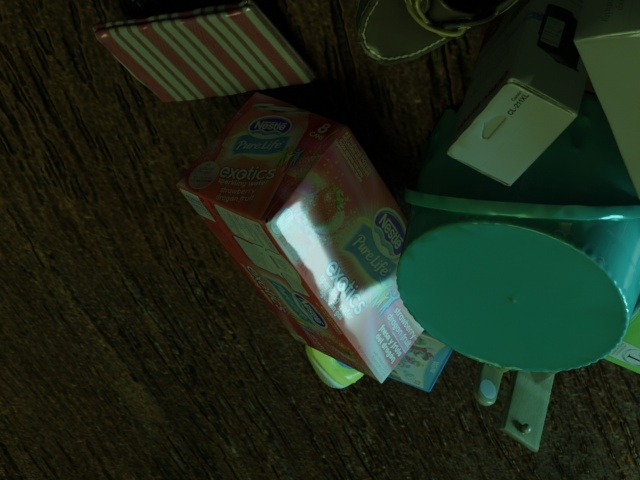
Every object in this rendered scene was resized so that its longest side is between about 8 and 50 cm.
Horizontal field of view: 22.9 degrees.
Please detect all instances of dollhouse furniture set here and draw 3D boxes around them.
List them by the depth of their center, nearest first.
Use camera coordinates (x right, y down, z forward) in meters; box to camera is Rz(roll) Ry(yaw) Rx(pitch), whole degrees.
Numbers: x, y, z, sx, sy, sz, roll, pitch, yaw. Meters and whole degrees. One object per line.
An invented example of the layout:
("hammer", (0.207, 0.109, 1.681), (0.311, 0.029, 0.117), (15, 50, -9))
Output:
("dollhouse furniture set", (0.255, 0.140, 1.840), (0.144, 0.123, 0.151), (33, 141, -17))

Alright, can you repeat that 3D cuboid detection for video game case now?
("video game case", (0.078, 0.131, 2.000), (0.166, 0.015, 0.119), (20, 143, 0))

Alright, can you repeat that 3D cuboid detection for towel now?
("towel", (-0.120, -0.199, 1.642), (0.197, 0.029, 0.144), (-5, 154, 25))

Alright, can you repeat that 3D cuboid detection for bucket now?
("bucket", (0.214, -0.007, 1.627), (0.281, 0.183, 0.281), (13, 142, 10))

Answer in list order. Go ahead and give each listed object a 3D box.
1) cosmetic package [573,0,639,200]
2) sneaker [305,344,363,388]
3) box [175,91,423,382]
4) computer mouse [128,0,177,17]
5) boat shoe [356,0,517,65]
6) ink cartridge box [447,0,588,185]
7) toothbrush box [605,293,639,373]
("cosmetic package", (0.367, -0.119, 1.398), (0.156, 0.217, 0.385), (-6, 134, 30))
("sneaker", (0.006, 0.058, 1.906), (0.126, 0.091, 0.240), (-30, 111, 5))
("box", (0.000, 0.000, 1.709), (0.154, 0.142, 0.300), (24, 158, 43))
("computer mouse", (-0.158, -0.293, 1.561), (0.106, 0.042, 0.193), (35, 146, -12))
("boat shoe", (0.128, -0.246, 1.440), (0.116, 0.097, 0.324), (34, 141, -18))
("ink cartridge box", (0.192, -0.156, 1.458), (0.072, 0.175, 0.127), (28, 142, -10))
("toothbrush box", (0.472, 0.085, 1.676), (0.283, 0.122, 0.206), (24, 142, -4))
